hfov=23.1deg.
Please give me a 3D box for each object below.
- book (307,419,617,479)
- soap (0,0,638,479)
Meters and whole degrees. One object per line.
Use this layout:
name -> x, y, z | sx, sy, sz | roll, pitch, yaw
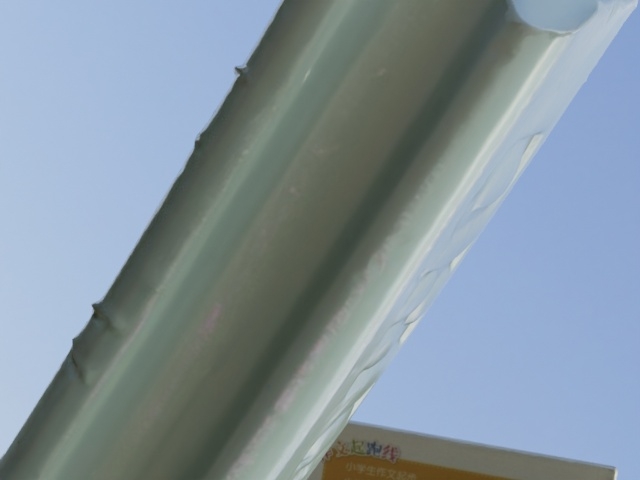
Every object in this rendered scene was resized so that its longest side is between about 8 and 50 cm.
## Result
book -> 0.055, 0.265, 0.950 | 0.208, 0.295, 0.020 | 9, -5, 11
soap -> 0.000, 0.000, 0.423 | 0.066, 0.119, 0.198 | 35, -72, 7
